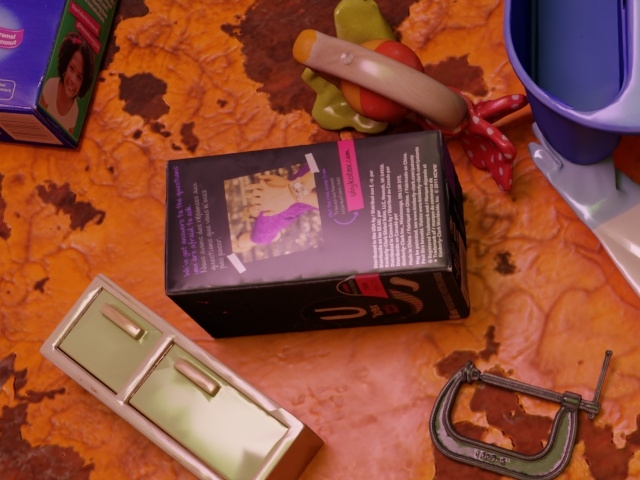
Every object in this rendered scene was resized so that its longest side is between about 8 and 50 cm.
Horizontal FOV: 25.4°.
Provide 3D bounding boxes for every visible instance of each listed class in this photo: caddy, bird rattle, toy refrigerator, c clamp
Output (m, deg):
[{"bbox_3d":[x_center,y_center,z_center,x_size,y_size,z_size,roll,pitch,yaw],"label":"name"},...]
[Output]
[{"bbox_3d":[0.294,-0.232,1.307,0.241,0.179,0.341,-3,65,14],"label":"caddy"},{"bbox_3d":[0.078,-0.139,1.398,0.253,0.207,0.143,36,100,30],"label":"bird rattle"},{"bbox_3d":[-0.138,0.152,1.393,0.269,0.094,0.102,35,82,22],"label":"toy refrigerator"},{"bbox_3d":[0.188,0.159,1.358,0.161,0.022,0.137,9,78,14],"label":"c clamp"}]

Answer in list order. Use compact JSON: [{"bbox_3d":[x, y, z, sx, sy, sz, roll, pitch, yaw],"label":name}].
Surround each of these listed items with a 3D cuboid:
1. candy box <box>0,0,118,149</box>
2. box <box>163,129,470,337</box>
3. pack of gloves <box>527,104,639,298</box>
[{"bbox_3d":[-0.371,-0.277,1.582,0.268,0.122,0.317,7,74,16],"label":"candy box"},{"bbox_3d":[0.000,0.000,1.376,0.270,0.165,0.143,-5,70,11],"label":"box"},{"bbox_3d":[0.324,-0.068,1.349,0.195,0.046,0.232,-32,62,-2],"label":"pack of gloves"}]
